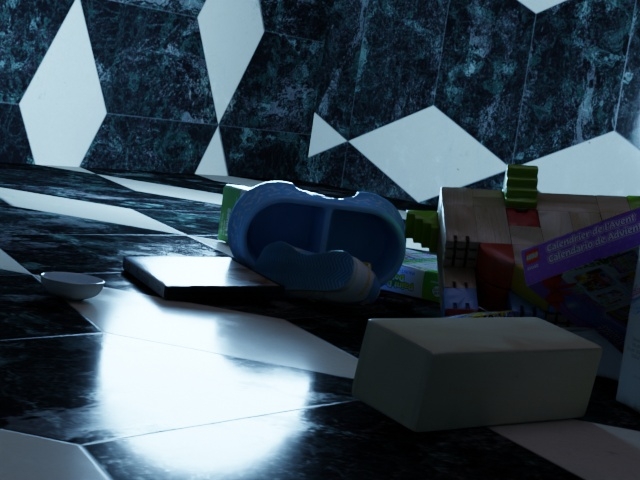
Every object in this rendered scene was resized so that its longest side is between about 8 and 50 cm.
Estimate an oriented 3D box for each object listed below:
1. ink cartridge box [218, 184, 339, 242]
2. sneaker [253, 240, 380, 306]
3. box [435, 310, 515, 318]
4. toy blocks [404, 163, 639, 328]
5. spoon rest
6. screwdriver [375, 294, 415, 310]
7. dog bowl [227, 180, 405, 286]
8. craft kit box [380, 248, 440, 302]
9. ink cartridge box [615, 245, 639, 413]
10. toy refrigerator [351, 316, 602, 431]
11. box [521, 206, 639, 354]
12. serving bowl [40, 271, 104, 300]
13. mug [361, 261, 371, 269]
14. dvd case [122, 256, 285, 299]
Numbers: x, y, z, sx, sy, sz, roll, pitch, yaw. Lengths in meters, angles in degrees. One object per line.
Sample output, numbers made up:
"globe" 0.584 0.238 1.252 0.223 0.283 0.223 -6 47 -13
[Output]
"ink cartridge box" -0.035 -0.029 2.521 0.201 0.117 0.278 3 8 -39
"sneaker" -0.013 0.059 1.980 0.229 0.087 0.092 9 -18 45
"box" 0.192 0.122 1.691 0.059 0.054 0.169 -6 -3 32
"toy blocks" 0.321 0.039 1.928 0.381 0.190 0.261 3 36 -1
"spoon rest" 0.386 0.154 1.696 0.276 0.084 0.137 -4 1 19
"screwdriver" 0.076 0.093 2.058 0.170 0.025 0.024 2 2 39
"dog bowl" 0.000 0.000 2.107 0.297 0.166 0.074 7 11 -9
"craft kit box" 0.174 0.058 2.314 0.247 0.061 0.250 9 6 30
"ink cartridge box" 0.486 0.062 1.514 0.226 0.306 0.131 7 6 -17
"toy refrigerator" 0.169 0.141 1.386 0.269 0.094 0.102 2 16 -42
"box" 0.421 0.059 1.716 0.201 0.057 0.293 -22 -36 28
"serving bowl" -0.328 0.062 1.724 0.083 0.027 0.083 8 6 -1
"mug" 0.044 0.067 2.042 0.064 0.062 0.078 2 5 30
"dvd case" -0.179 0.054 1.958 0.180 0.022 0.253 0 8 -22
